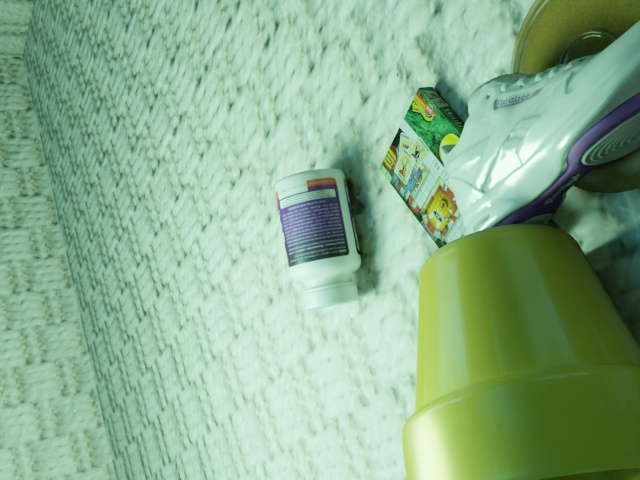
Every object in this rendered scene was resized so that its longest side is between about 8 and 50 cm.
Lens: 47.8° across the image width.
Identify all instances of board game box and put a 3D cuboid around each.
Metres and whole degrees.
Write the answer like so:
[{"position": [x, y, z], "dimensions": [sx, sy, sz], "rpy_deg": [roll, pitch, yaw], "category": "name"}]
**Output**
[{"position": [0.167, -0.054, 0.871], "dimensions": [0.260, 0.030, 0.136], "rpy_deg": [57, 137, 34], "category": "board game box"}]

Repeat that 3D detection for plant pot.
[{"position": [0.194, 0.125, 0.684], "dimensions": [0.254, 0.254, 0.239], "rpy_deg": [-47, 41, 50], "category": "plant pot"}, {"position": [0.267, -0.163, 0.695], "dimensions": [0.236, 0.032, 0.236], "rpy_deg": [15, 108, 55], "category": "plant pot"}]

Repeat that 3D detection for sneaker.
[{"position": [0.205, -0.118, 0.660], "dimensions": [0.305, 0.114, 0.152], "rpy_deg": [-49, 57, 49], "category": "sneaker"}]

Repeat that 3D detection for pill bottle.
[{"position": [0.000, 0.000, 1.062], "dimensions": [0.108, 0.108, 0.194], "rpy_deg": [-21, 77, 56], "category": "pill bottle"}]
